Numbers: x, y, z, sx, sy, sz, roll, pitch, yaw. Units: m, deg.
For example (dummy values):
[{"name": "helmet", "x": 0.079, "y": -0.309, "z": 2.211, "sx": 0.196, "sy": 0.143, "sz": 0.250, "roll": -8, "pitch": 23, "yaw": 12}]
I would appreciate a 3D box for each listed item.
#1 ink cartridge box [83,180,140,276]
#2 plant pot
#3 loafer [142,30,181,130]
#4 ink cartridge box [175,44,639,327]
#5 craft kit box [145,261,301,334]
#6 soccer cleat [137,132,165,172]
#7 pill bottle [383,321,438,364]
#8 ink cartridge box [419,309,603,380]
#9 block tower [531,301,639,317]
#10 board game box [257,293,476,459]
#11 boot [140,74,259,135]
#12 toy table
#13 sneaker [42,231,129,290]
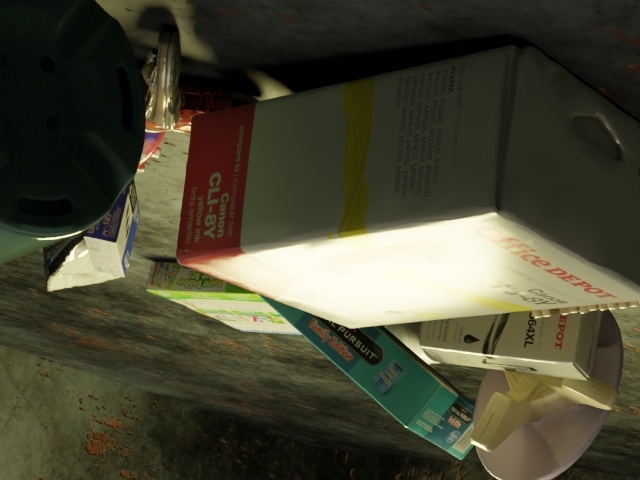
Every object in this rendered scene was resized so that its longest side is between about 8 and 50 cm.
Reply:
[{"name": "ink cartridge box", "x": -0.275, "y": -0.022, "z": 2.055, "sx": 0.046, "sy": 0.097, "sz": 0.207, "roll": 12, "pitch": 166, "yaw": -1}, {"name": "plant pot", "x": -0.356, "y": -0.100, "z": 1.398, "sx": 0.334, "sy": 0.341, "sz": 0.341, "roll": -13, "pitch": 153, "yaw": 41}, {"name": "loafer", "x": -0.155, "y": -0.152, "z": 1.480, "sx": 0.039, "sy": 0.045, "sz": 0.125, "roll": 11, "pitch": 144, "yaw": 3}, {"name": "ink cartridge box", "x": 0.096, "y": -0.035, "z": 1.478, "sx": 0.384, "sy": 0.160, "sz": 0.279, "roll": -9, "pitch": 157, "yaw": 41}, {"name": "craft kit box", "x": -0.106, "y": 0.095, "z": 2.479, "sx": 0.249, "sy": 0.061, "sz": 0.246, "roll": 1, "pitch": 165, "yaw": 38}, {"name": "soccer cleat", "x": -0.246, "y": -0.119, "z": 1.688, "sx": 0.095, "sy": 0.083, "sz": 0.248, "roll": 25, "pitch": 164, "yaw": -29}, {"name": "pill bottle", "x": 0.115, "y": 0.149, "z": 2.389, "sx": 0.108, "sy": 0.108, "sz": 0.193, "roll": 22, "pitch": 163, "yaw": -37}, {"name": "ink cartridge box", "x": 0.243, "y": 0.084, "z": 1.936, "sx": 0.203, "sy": 0.148, "sz": 0.086, "roll": 4, "pitch": 162, "yaw": 26}, {"name": "block tower", "x": 0.336, "y": 0.018, "z": 1.644, "sx": 0.091, "sy": 0.097, "sz": 0.335, "roll": -19, "pitch": -179, "yaw": -29}, {"name": "board game box", "x": 0.068, "y": 0.154, "z": 2.186, "sx": 0.336, "sy": 0.079, "sz": 0.254, "roll": 40, "pitch": 180, "yaw": 28}, {"name": "boot", "x": -0.131, "y": -0.138, "z": 1.567, "sx": 0.158, "sy": 0.059, "sz": 0.084, "roll": 12, "pitch": 166, "yaw": -37}, {"name": "toy table", "x": 0.285, "y": 0.178, "z": 2.029, "sx": 0.252, "sy": 0.274, "sz": 0.161, "roll": 12, "pitch": 165, "yaw": 26}, {"name": "sneaker", "x": -0.342, "y": 0.006, "z": 2.272, "sx": 0.129, "sy": 0.111, "sz": 0.297, "roll": -2, "pitch": 172, "yaw": -10}]
